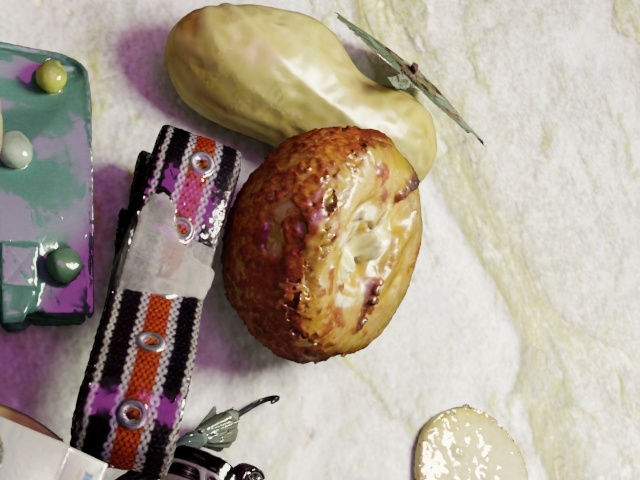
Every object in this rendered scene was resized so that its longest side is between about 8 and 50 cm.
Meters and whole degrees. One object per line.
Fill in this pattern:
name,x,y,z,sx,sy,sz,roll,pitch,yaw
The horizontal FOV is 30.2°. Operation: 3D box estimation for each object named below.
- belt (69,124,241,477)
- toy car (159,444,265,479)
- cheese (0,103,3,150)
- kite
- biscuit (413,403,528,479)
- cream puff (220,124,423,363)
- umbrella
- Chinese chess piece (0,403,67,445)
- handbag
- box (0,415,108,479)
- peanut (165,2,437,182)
belt,-0.144,0.043,1.043,0.094,0.126,0.359,20,43,-15
toy car,-0.074,0.266,1.011,0.108,0.089,0.210,-53,130,-26
cheese,-0.422,-0.105,0.898,0.328,0.129,0.351,-24,75,-1
kite,0.100,-0.180,1.318,0.229,0.012,0.250,40,17,0
biscuit,0.161,0.248,1.250,0.152,0.020,0.152,13,62,-27
cream puff,0.000,-0.001,1.156,0.240,0.164,0.240,-15,110,-49
umbrella,-0.122,0.186,1.059,0.269,0.044,0.044,-21,96,-55
Chinese chess piece,-0.287,0.246,0.926,0.251,0.097,0.251,14,62,-27
handbag,-0.326,-0.058,1.035,0.268,0.100,0.274,6,66,-29
box,-0.286,0.188,0.850,0.233,0.067,0.149,29,57,-18
peanut,-0.011,-0.157,1.253,0.319,0.147,0.147,25,58,-18
